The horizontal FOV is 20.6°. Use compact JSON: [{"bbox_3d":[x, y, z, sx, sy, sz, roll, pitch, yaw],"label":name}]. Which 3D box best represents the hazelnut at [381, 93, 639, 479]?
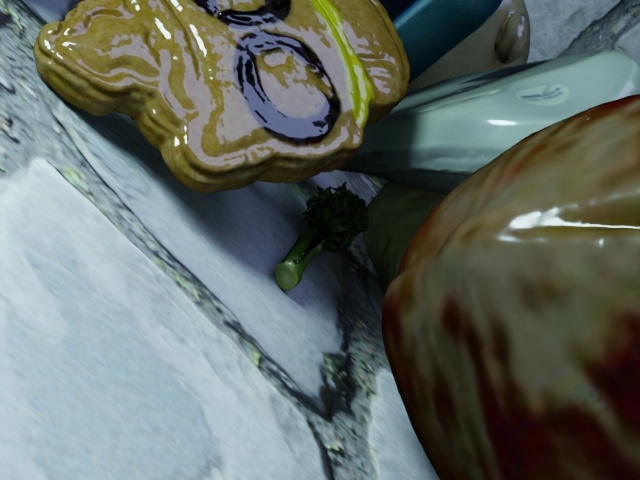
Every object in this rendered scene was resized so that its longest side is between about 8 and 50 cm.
[{"bbox_3d":[0.255,0.089,1.097,0.402,0.429,0.402,8,78,-40],"label":"hazelnut"}]

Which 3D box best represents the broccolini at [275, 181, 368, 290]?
[{"bbox_3d":[0.000,0.000,1.291,0.239,0.051,0.054,-56,149,-76],"label":"broccolini"}]

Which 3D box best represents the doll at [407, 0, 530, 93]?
[{"bbox_3d":[0.111,-0.198,1.890,0.247,0.247,0.349,46,-3,-13],"label":"doll"}]

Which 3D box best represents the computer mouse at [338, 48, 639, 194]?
[{"bbox_3d":[0.126,-0.079,1.359,0.331,0.197,0.095,-175,-110,-70],"label":"computer mouse"}]

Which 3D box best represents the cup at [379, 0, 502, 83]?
[{"bbox_3d":[0.013,-0.220,1.416,0.308,0.292,0.242,54,13,20],"label":"cup"}]

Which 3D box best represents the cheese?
[{"bbox_3d":[0.108,0.030,1.437,0.123,0.094,0.167,21,27,-36],"label":"cheese"}]

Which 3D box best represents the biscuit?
[{"bbox_3d":[-0.058,-0.133,1.158,0.290,0.041,0.208,-12,67,-41],"label":"biscuit"}]
